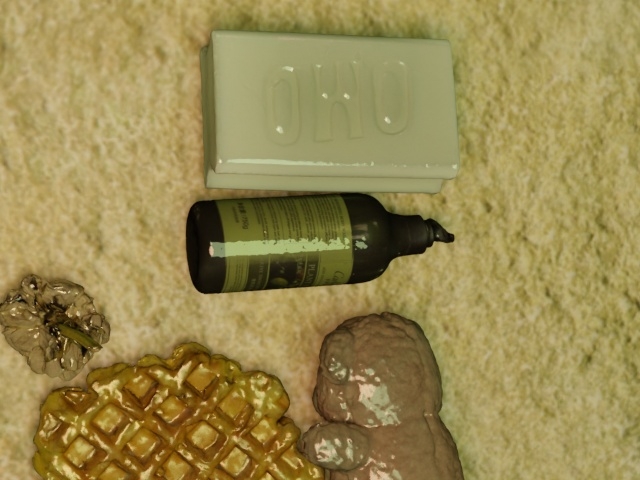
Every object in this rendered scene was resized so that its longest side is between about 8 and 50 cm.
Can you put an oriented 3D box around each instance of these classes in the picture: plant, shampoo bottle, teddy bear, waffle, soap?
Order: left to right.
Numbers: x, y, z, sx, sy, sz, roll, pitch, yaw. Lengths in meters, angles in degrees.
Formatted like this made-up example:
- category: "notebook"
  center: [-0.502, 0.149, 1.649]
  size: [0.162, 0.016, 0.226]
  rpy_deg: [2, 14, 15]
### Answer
- category: "plant"
  center: [-0.273, 0.093, 1.828]
  size: [0.116, 0.122, 0.104]
  rpy_deg: [31, 85, -25]
- category: "waffle"
  center: [-0.155, 0.260, 1.909]
  size: [0.325, 0.068, 0.302]
  rpy_deg: [-7, 98, -16]
- category: "shampoo bottle"
  center: [0.000, 0.000, 1.902]
  size: [0.284, 0.101, 0.101]
  rpy_deg: [-4, 97, -15]
- category: "soap"
  center: [0.009, -0.136, 1.874]
  size: [0.265, 0.087, 0.160]
  rpy_deg: [1, 75, -15]
- category: "teddy bear"
  center: [0.067, 0.214, 1.906]
  size: [0.236, 0.151, 0.267]
  rpy_deg: [-3, 72, -55]
